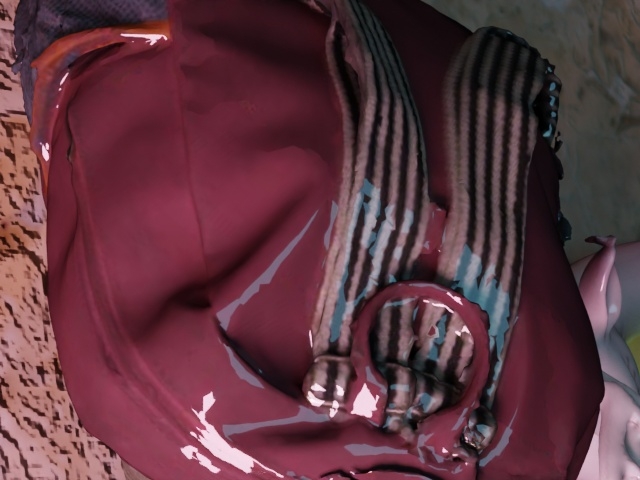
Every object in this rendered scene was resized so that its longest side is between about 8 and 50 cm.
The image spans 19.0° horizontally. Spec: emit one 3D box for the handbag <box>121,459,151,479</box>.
[{"bbox_3d":[-0.031,0.217,0.831,0.182,0.117,0.270,24,59,-25],"label":"handbag"}]

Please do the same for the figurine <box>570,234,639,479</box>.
[{"bbox_3d":[0.182,0.121,1.003,0.316,0.206,0.284,-7,69,-38],"label":"figurine"}]

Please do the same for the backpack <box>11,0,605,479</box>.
[{"bbox_3d":[0.000,0.000,0.832,0.283,0.197,0.317,24,31,-24],"label":"backpack"}]
